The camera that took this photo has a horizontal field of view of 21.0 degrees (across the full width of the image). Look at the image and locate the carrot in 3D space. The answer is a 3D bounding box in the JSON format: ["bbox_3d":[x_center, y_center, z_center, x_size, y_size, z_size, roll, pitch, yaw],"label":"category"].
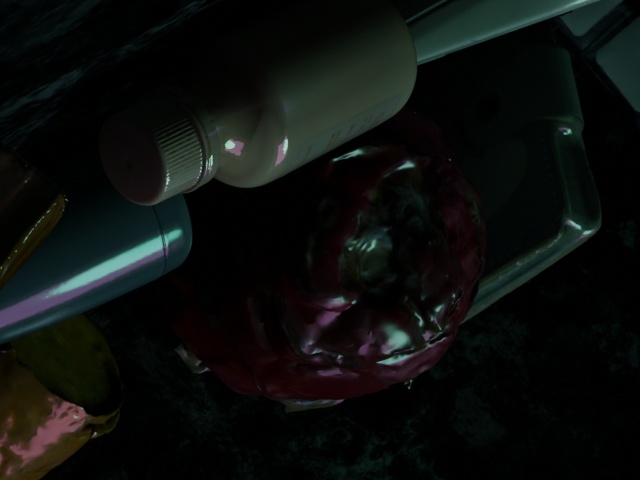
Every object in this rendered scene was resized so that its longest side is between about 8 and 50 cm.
[{"bbox_3d":[-0.363,0.167,1.548,0.340,0.224,0.224,-38,177,16],"label":"carrot"}]

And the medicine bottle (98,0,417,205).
[{"bbox_3d":[-0.045,-0.098,1.221,0.252,0.114,0.114,-31,178,-43],"label":"medicine bottle"}]

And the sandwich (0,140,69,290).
[{"bbox_3d":[-0.232,0.020,1.034,0.163,0.079,0.113,-53,-177,-14],"label":"sandwich"}]

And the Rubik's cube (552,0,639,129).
[{"bbox_3d":[0.441,-0.267,1.701,0.303,0.301,0.305,-41,174,39],"label":"Rubik's cube"}]

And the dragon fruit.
[{"bbox_3d":[-0.002,-0.001,1.564,0.329,0.329,0.329,-32,178,-1],"label":"dragon fruit"}]

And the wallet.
[{"bbox_3d":[0.155,-0.100,1.740,0.083,0.360,0.252,24,136,-39],"label":"wallet"}]

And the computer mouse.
[{"bbox_3d":[0.140,-0.219,1.477,0.288,0.097,0.159,-16,-173,34],"label":"computer mouse"}]

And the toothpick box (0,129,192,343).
[{"bbox_3d":[-0.199,0.000,1.286,0.184,0.120,0.120,-27,176,-26],"label":"toothpick box"}]
